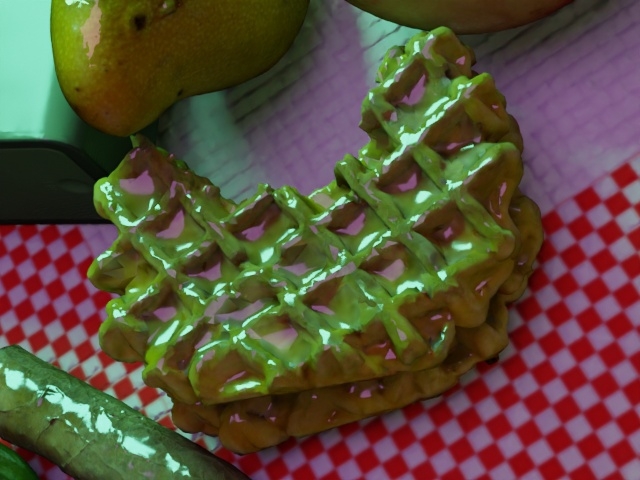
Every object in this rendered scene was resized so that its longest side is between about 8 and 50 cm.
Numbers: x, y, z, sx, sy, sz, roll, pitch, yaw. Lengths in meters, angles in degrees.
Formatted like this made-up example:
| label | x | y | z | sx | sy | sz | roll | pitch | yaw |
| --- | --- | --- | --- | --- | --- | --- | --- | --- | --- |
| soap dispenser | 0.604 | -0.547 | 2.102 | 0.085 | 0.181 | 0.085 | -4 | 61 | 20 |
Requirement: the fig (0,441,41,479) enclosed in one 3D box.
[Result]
| label | x | y | z | sx | sy | sz | roll | pitch | yaw |
| --- | --- | --- | --- | --- | --- | --- | --- | --- | --- |
| fig | -0.243 | 0.208 | 1.165 | 0.177 | 0.117 | 0.117 | 17 | 77 | 15 |

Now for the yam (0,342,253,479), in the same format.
| label | x | y | z | sx | sy | sz | roll | pitch | yaw |
| --- | --- | --- | --- | --- | --- | --- | --- | --- | --- |
| yam | -0.117 | 0.176 | 1.140 | 0.357 | 0.081 | 0.081 | 25 | 81 | 28 |

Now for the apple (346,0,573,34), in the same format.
| label | x | y | z | sx | sy | sz | roll | pitch | yaw |
| --- | --- | --- | --- | --- | --- | --- | --- | --- | --- |
| apple | 0.143 | -0.272 | 1.145 | 0.293 | 0.163 | 0.251 | -38 | 37 | 32 |

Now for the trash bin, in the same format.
| label | x | y | z | sx | sy | sz | roll | pitch | yaw |
| --- | --- | --- | --- | --- | --- | --- | --- | --- | --- |
| trash bin | -0.238 | -0.199 | 1.280 | 0.223 | 0.158 | 0.343 | 0 | 70 | 21 |

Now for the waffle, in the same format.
| label | x | y | z | sx | sy | sz | roll | pitch | yaw |
| --- | --- | --- | --- | --- | --- | --- | --- | --- | --- |
| waffle | 0.000 | 0.000 | 1.120 | 0.324 | 0.151 | 0.261 | -22 | 68 | 16 |

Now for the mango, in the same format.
| label | x | y | z | sx | sy | sz | roll | pitch | yaw |
| --- | --- | --- | --- | --- | --- | --- | --- | --- | --- |
| mango | -0.097 | -0.190 | 1.171 | 0.120 | 0.177 | 0.295 | -20 | 19 | 32 |
